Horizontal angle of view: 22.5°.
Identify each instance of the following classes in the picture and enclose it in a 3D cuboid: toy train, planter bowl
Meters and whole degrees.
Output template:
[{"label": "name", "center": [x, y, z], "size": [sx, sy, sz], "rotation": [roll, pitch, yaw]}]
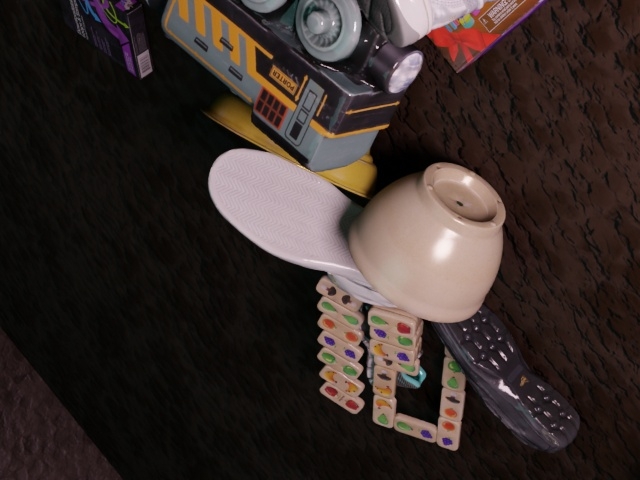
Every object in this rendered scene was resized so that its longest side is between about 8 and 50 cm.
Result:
[{"label": "toy train", "center": [-0.046, -0.219, 1.597], "size": [0.334, 0.142, 0.190], "rotation": [40, 122, 24]}, {"label": "planter bowl", "center": [0.123, -0.011, 1.657], "size": [0.162, 0.162, 0.109], "rotation": [44, 127, 16]}, {"label": "planter bowl", "center": [-0.014, -0.131, 1.734], "size": [0.217, 0.090, 0.217], "rotation": [28, -175, -3]}]

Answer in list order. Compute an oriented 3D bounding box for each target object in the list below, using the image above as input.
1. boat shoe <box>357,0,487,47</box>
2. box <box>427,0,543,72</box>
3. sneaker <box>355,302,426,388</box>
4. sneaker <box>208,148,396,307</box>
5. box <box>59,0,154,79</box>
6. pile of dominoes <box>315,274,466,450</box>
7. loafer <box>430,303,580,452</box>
[{"label": "boat shoe", "center": [0.051, -0.318, 1.295], "size": [0.118, 0.103, 0.320], "rotation": [33, 145, 64]}, {"label": "box", "center": [0.132, -0.283, 1.366], "size": [0.201, 0.057, 0.293], "rotation": [52, 155, 1]}, {"label": "sneaker", "center": [0.092, 0.123, 1.993], "size": [0.076, 0.065, 0.166], "rotation": [13, 141, 30]}, {"label": "sneaker", "center": [0.000, 0.000, 1.809], "size": [0.292, 0.108, 0.169], "rotation": [26, 167, -5]}, {"label": "box", "center": [-0.285, -0.293, 2.095], "size": [0.162, 0.029, 0.116], "rotation": [37, 152, 31]}, {"label": "pile of dominoes", "center": [0.080, 0.161, 1.964], "size": [0.196, 0.040, 0.251], "rotation": [16, 137, 16]}, {"label": "loafer", "center": [0.197, 0.153, 1.815], "size": [0.223, 0.076, 0.078], "rotation": [48, 147, -1]}]
